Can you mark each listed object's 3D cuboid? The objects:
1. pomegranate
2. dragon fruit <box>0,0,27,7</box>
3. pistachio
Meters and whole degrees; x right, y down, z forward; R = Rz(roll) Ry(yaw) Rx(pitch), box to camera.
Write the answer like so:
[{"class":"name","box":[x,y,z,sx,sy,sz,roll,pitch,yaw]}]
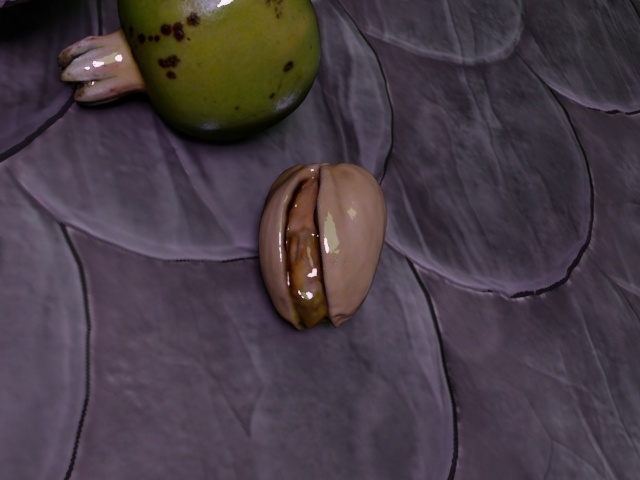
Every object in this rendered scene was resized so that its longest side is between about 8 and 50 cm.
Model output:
[{"class":"pomegranate","box":[-0.105,-0.159,0.550,0.209,0.180,0.180,-25,77,-11]},{"class":"dragon fruit","box":[-0.268,-0.293,0.502,0.283,0.204,0.221,5,29,-5]},{"class":"pistachio","box":[0.000,0.000,0.556,0.113,0.113,0.149,17,70,-24]}]
